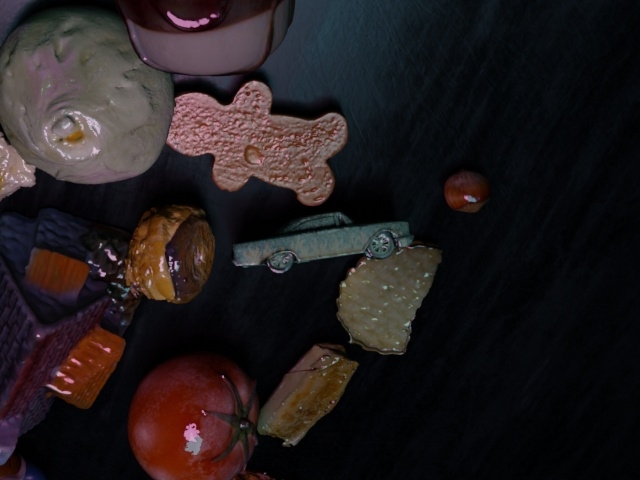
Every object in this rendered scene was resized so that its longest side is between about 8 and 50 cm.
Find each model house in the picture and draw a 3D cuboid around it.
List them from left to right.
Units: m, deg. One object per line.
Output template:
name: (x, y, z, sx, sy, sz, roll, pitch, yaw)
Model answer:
model house: (-0.469, 0.178, 1.371, 0.297, 0.339, 0.360, 26, 114, -21)

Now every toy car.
toy car: (0.000, 0.000, 1.459, 0.320, 0.141, 0.097, -8, 89, -4)

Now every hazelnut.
hazelnut: (0.268, -0.091, 1.488, 0.086, 0.086, 0.086, -5, 123, -7)

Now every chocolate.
chocolate: (-0.170, -0.342, 1.151, 0.283, 0.284, 0.186, 0, 135, -10)

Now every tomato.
tomato: (-0.246, 0.344, 1.566, 0.264, 0.265, 0.265, -5, 123, -7)

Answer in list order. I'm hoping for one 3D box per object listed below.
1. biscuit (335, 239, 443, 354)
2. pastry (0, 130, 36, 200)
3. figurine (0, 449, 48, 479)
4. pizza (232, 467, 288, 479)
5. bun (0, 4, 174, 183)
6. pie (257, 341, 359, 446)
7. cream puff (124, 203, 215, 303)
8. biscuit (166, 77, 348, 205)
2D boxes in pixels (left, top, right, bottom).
biscuit: (0.121, 0.107, 1.606, 0.187, 0.036, 0.274, 11, 120, -17)
pastry: (-0.577, -0.089, 1.327, 0.258, 0.089, 0.121, -33, 126, 10)
figurine: (-0.707, 0.427, 1.575, 0.243, 0.297, 0.416, -43, 128, -36)
pizza: (-0.237, 0.592, 1.812, 0.408, 0.114, 0.278, -7, 128, -9)
bun: (-0.357, -0.210, 1.215, 0.283, 0.179, 0.283, -2, 107, -7)
pie: (-0.032, 0.324, 1.696, 0.128, 0.068, 0.282, 24, 116, -22)
cream puff: (-0.265, 0.025, 1.405, 0.129, 0.189, 0.189, 2, 125, 19)
biscuit: (-0.115, -0.177, 1.378, 0.323, 0.049, 0.206, 9, 119, -16)
